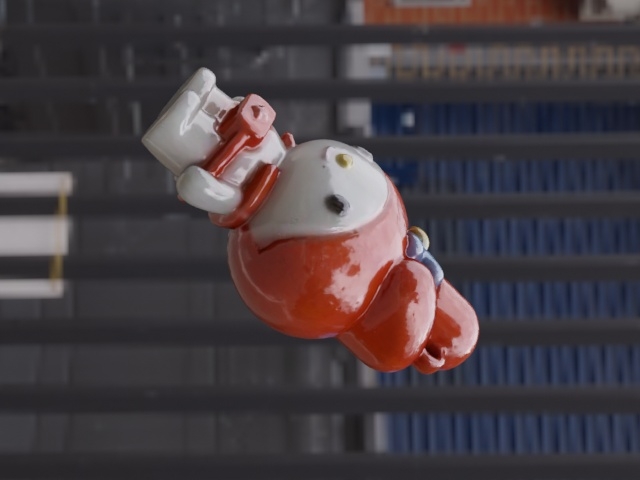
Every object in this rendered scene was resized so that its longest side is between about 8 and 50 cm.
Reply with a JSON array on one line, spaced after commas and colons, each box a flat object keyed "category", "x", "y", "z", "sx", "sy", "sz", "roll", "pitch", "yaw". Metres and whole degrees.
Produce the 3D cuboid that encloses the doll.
[{"category": "doll", "x": 0.000, "y": 0.000, "z": 1.237, "sx": 0.130, "sy": 0.290, "sz": 0.161, "roll": -42, "pitch": -168, "yaw": 27}]
